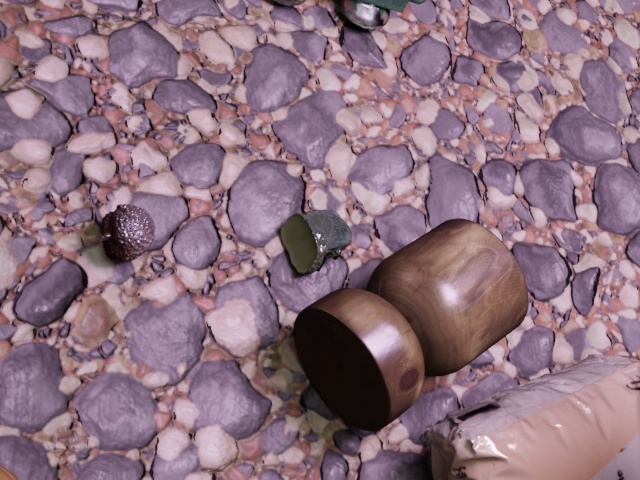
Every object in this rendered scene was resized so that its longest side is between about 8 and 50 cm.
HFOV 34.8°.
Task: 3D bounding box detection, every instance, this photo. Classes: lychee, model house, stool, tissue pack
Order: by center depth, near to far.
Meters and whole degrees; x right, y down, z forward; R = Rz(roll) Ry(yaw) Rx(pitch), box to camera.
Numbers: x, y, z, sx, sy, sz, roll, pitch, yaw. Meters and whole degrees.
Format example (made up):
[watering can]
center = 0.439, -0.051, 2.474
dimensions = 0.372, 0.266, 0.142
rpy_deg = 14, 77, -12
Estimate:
[lychee]
center = -0.244, -0.009, 1.281
dimensions = 0.083, 0.067, 0.068
rpy_deg = -26, 75, -41
[tissue pack]
center = 0.319, 0.359, 1.318
dimensions = 0.390, 0.195, 0.376
rpy_deg = -19, 91, -29
[stool]
center = 0.121, 0.104, 1.331
dimensions = 0.264, 0.179, 0.179
rpy_deg = -30, 83, -30
[model house]
center = 0.000, 0.000, 1.398
dimensions = 0.083, 0.066, 0.079
rpy_deg = -8, 61, -45

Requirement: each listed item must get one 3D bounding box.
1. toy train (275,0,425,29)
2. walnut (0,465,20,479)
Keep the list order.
[toy train]
center = 0.030, -0.459, 1.553
dimensions = 0.304, 0.150, 0.222
rpy_deg = 14, 54, -17
[walnut]
center = -0.403, 0.309, 0.991
dimensions = 0.260, 0.225, 0.225
rpy_deg = 7, 66, -14
